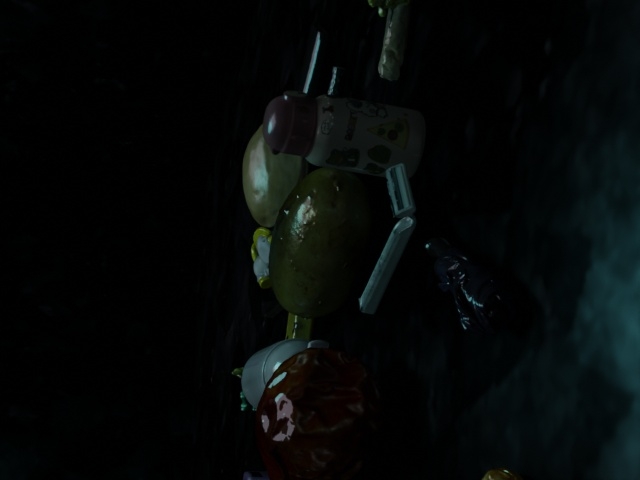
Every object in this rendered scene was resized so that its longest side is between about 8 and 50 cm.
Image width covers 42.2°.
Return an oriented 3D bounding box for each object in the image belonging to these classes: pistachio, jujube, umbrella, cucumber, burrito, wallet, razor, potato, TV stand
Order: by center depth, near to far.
[{"bbox_3d":[0.176,0.041,1.052,0.248,0.070,0.071,-111,32,-65],"label":"umbrella"},{"bbox_3d":[-0.004,0.327,1.344,0.216,0.216,0.342,-98,8,-47],"label":"jujube"},{"bbox_3d":[0.113,0.017,1.350,0.111,0.056,0.278,-96,13,-47],"label":"razor"},{"bbox_3d":[0.136,-0.374,1.460,0.058,0.045,0.188,-118,36,-84],"label":"burrito"},{"bbox_3d":[0.000,0.000,1.530,0.210,0.173,0.307,-96,22,-48],"label":"potato"},{"bbox_3d":[0.029,-0.324,1.865,0.032,0.032,0.133,-121,41,-67],"label":"cucumber"},{"bbox_3d":[-0.101,-0.175,2.033,0.181,0.162,0.293,8,88,42],"label":"pistachio"},{"bbox_3d":[-0.102,0.145,2.086,0.256,0.040,0.049,135,140,-66],"label":"TV stand"},{"bbox_3d":[-0.029,-0.425,2.118,0.149,0.044,0.250,-106,27,-65],"label":"wallet"}]

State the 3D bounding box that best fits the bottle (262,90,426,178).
[{"bbox_3d":[0.034,-0.172,1.331,0.120,0.253,0.120,-172,90,-75],"label":"bottle"}]

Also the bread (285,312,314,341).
[{"bbox_3d":[-0.039,0.132,1.841,0.088,0.049,0.226,153,124,-72],"label":"bread"}]

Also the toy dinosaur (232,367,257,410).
[{"bbox_3d":[-0.140,0.326,1.897,0.259,0.094,0.153,5,-95,-68],"label":"toy dinosaur"}]

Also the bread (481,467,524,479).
[{"bbox_3d":[0.193,0.302,0.894,0.083,0.044,0.111,-123,46,-66],"label":"bread"}]

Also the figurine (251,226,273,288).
[{"bbox_3d":[-0.125,0.038,2.069,0.129,0.109,0.178,47,153,9],"label":"figurine"}]

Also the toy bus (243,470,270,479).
[{"bbox_3d":[-0.140,0.614,1.868,0.087,0.098,0.178,170,107,-74],"label":"toy bus"}]

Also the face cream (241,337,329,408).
[{"bbox_3d":[-0.055,0.267,1.640,0.369,0.145,0.145,140,136,-70],"label":"face cream"}]

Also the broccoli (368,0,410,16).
[{"bbox_3d":[0.030,-0.480,1.299,0.353,0.397,0.275,-150,44,-69],"label":"broccoli"}]
